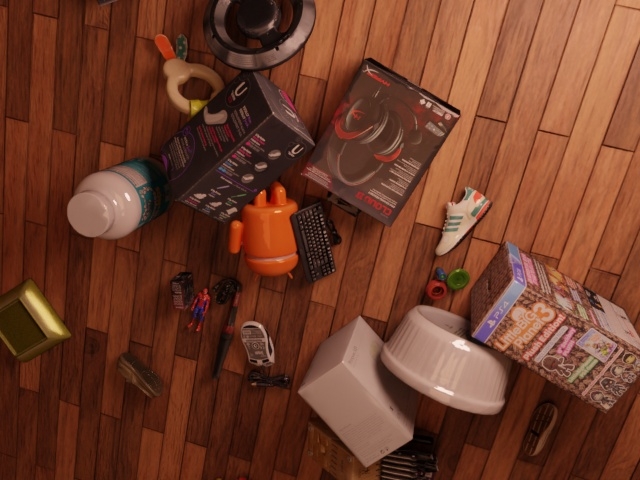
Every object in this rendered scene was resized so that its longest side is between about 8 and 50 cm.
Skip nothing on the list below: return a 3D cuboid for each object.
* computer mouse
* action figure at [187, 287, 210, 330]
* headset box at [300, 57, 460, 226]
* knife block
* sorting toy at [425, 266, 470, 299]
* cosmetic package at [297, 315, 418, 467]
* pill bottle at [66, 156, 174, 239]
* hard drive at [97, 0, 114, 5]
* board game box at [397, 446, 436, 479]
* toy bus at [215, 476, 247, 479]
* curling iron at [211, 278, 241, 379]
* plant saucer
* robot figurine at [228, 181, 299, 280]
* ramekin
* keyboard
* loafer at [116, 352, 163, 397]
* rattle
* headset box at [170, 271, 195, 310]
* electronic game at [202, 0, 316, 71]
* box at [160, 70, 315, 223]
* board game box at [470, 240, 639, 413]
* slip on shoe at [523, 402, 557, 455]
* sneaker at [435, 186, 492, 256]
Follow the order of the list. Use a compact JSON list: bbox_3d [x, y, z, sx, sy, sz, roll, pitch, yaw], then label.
[{"bbox_3d":[-0.141,0.272,1.514,0.106,0.042,0.193,-3,113,19],"label":"computer mouse"},{"bbox_3d":[-0.294,0.166,1.521,0.038,0.030,0.115,24,109,10],"label":"action figure"},{"bbox_3d":[0.114,-0.186,1.267,0.218,0.110,0.293,32,112,1],"label":"headset box"},{"bbox_3d":[0.132,0.490,1.469,0.276,0.242,0.088,17,107,55],"label":"knife block"},{"bbox_3d":[0.271,0.086,1.363,0.102,0.042,0.061,-30,115,8],"label":"sorting toy"},{"bbox_3d":[0.093,0.324,1.377,0.138,0.224,0.224,-41,96,22],"label":"cosmetic package"},{"bbox_3d":[-0.428,-0.088,1.340,0.146,0.264,0.146,4,109,12],"label":"pill bottle"},{"bbox_3d":[-0.374,-0.605,1.272,0.255,0.054,0.172,-19,102,18],"label":"hard drive"},{"bbox_3d":[0.164,0.671,1.572,0.208,0.056,0.347,8,109,6],"label":"board game box"},{"bbox_3d":[-0.234,0.740,1.646,0.220,0.149,0.211,44,96,-6],"label":"toy bus"},{"bbox_3d":[-0.237,0.215,1.519,0.068,0.035,0.274,13,109,13],"label":"curling iron"},{"bbox_3d":[-0.784,0.222,1.641,0.188,0.045,0.188,-29,99,20],"label":"plant saucer"},{"bbox_3d":[-0.111,-0.015,1.366,0.128,0.158,0.219,12,113,37],"label":"robot figurine"},{"bbox_3d":[0.270,0.236,1.296,0.273,0.273,0.127,21,99,5],"label":"ramekin"},{"bbox_3d":[0.000,0.000,1.364,0.023,0.108,0.180,29,140,49],"label":"keyboard"},{"bbox_3d":[-0.467,0.353,1.609,0.148,0.056,0.050,45,113,7],"label":"loafer"},{"bbox_3d":[-0.290,-0.331,1.356,0.130,0.143,0.199,-41,79,-10],"label":"rattle"},{"bbox_3d":[-0.330,0.125,1.496,0.032,0.062,0.083,0,107,14],"label":"headset box"},{"bbox_3d":[-0.121,-0.437,1.226,0.229,0.048,0.229,-3,74,10],"label":"electronic game"},{"bbox_3d":[-0.173,-0.190,1.273,0.270,0.143,0.165,-38,53,19],"label":"box"},{"bbox_3d":[0.460,0.161,1.236,0.291,0.232,0.141,30,112,3],"label":"board game box"},{"bbox_3d":[0.507,0.429,1.417,0.041,0.051,0.135,8,105,-32],"label":"slip on shoe"},{"bbox_3d":[0.284,-0.041,1.312,0.075,0.057,0.161,44,114,14],"label":"sneaker"}]
